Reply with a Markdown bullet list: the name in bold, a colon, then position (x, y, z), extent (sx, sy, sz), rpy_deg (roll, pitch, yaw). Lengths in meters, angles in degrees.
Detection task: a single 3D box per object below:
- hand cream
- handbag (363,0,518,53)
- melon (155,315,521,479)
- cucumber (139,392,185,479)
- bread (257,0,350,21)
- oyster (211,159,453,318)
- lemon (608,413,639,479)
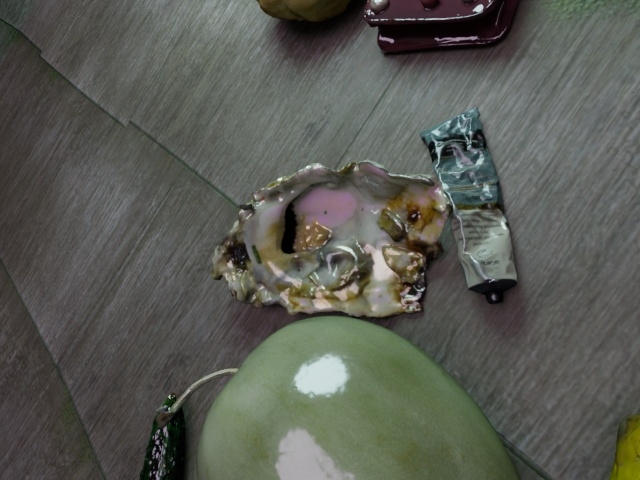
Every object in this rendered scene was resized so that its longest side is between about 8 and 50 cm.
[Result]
- **hand cream**: position (0.180, -0.045, 0.487), extent (0.075, 0.052, 0.248), rpy_deg (-8, 63, 5)
- **handbag**: position (0.180, -0.381, 0.569), extent (0.203, 0.074, 0.217), rpy_deg (16, 83, 33)
- **melon**: position (0.030, 0.210, 0.370), extent (0.271, 0.271, 0.308), rpy_deg (-40, 76, 14)
- **cucumber**: position (-0.237, 0.378, 0.587), extent (0.067, 0.067, 0.294), rpy_deg (-2, 72, 30)
- **bread**: position (-0.015, -0.471, 0.681), extent (0.244, 0.134, 0.245), rpy_deg (-12, 66, 29)
- **oyster**: position (0.000, -0.003, 0.553), extent (0.353, 0.107, 0.201), rpy_deg (-3, 101, 21)
- **lemon**: position (0.294, 0.209, 0.257), extent (0.193, 0.180, 0.181), rpy_deg (27, 90, 3)
